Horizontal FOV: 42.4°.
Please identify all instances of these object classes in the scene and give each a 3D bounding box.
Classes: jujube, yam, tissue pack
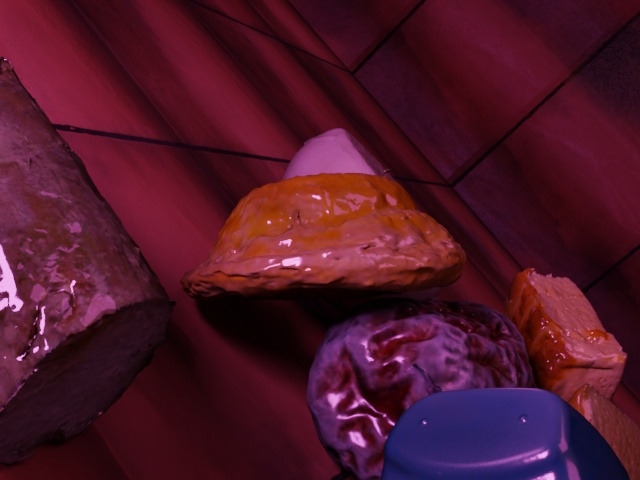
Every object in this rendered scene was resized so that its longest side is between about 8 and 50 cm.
[{"bbox_3d":[0.116,0.163,0.897,0.226,0.226,0.317,53,15,18],"label":"jujube"},{"bbox_3d":[-0.237,-0.010,0.584,0.304,0.168,0.168,53,19,14],"label":"yam"},{"bbox_3d":[0.133,0.273,0.625,0.206,0.198,0.287,53,43,-27],"label":"tissue pack"}]

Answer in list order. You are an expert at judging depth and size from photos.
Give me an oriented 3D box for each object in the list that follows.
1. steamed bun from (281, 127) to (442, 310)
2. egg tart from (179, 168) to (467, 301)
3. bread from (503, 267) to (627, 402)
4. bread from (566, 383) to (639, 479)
[{"bbox_3d":[0.045,-0.008,1.154,0.283,0.177,0.283,48,10,-12],"label":"steamed bun"},{"bbox_3d":[0.000,0.000,0.872,0.319,0.319,0.128,6,78,-63],"label":"egg tart"},{"bbox_3d":[0.280,0.200,1.086,0.114,0.275,0.185,5,33,-14],"label":"bread"},{"bbox_3d":[0.331,0.390,0.872,0.233,0.245,0.362,37,17,-28],"label":"bread"}]
